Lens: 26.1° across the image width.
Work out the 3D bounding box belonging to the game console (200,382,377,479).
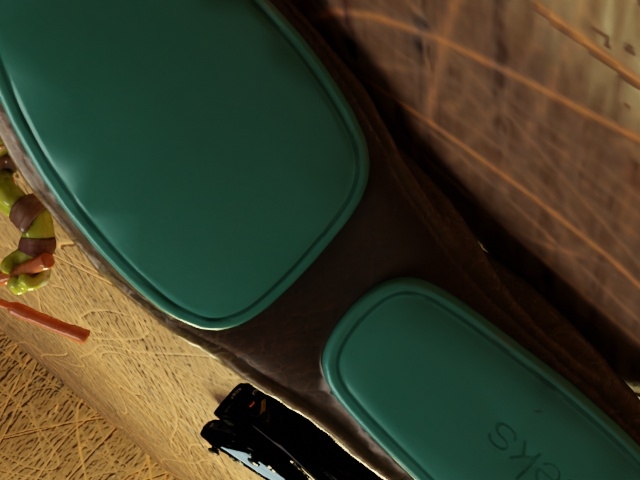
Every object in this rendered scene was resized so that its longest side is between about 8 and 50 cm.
[{"bbox_3d":[-0.020,0.211,1.233,0.213,0.044,0.361,44,165,-9],"label":"game console"}]

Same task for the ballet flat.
[{"bbox_3d":[0.000,0.000,0.526,0.342,0.116,0.124,42,-175,-15],"label":"ballet flat"}]

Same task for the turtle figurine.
[{"bbox_3d":[-0.225,-0.060,0.902,0.269,0.087,0.217,49,158,5],"label":"turtle figurine"}]
